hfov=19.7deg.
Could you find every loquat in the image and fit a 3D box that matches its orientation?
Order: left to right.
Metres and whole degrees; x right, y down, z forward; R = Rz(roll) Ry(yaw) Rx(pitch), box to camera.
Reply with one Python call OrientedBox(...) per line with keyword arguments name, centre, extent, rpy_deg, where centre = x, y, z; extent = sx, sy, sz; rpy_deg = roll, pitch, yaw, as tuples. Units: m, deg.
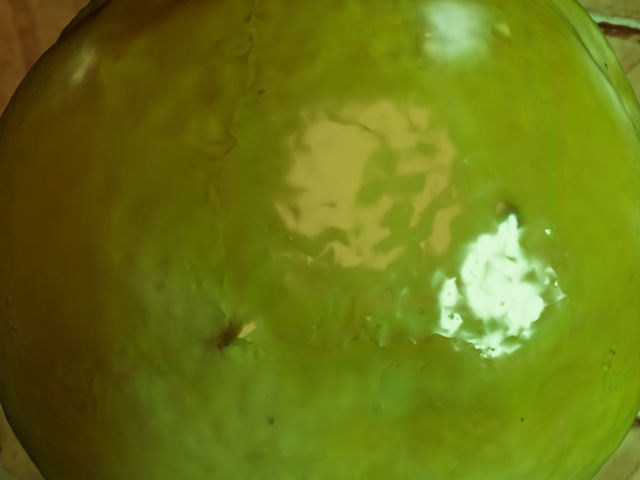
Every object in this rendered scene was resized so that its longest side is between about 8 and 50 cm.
OrientedBox(name="loquat", centre=(0.000, 0.000, 0.834), extent=(0.328, 0.328, 0.328), rpy_deg=(1, 60, -2))
